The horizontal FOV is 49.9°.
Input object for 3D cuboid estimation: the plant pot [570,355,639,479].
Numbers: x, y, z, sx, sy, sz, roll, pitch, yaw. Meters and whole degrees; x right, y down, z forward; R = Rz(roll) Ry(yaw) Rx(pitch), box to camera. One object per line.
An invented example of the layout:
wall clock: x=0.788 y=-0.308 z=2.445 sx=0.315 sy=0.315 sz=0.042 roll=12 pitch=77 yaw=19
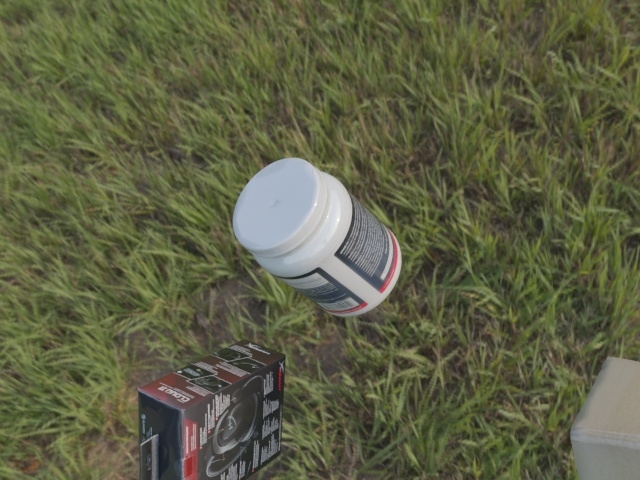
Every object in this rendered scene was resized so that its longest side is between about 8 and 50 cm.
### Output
plant pot: x=0.245 y=0.153 z=0.476 sx=0.096 sy=0.108 sz=0.109 roll=-5 pitch=17 yaw=37

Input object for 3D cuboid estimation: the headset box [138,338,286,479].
headset box: x=-0.055 y=0.093 z=0.342 sx=0.032 sy=0.062 sz=0.083 roll=14 pitch=20 yaw=34

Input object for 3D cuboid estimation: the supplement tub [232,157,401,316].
supplement tub: x=0.000 y=0.000 z=1.172 sx=0.191 sy=0.272 sz=0.191 roll=-18 pitch=54 yaw=27
